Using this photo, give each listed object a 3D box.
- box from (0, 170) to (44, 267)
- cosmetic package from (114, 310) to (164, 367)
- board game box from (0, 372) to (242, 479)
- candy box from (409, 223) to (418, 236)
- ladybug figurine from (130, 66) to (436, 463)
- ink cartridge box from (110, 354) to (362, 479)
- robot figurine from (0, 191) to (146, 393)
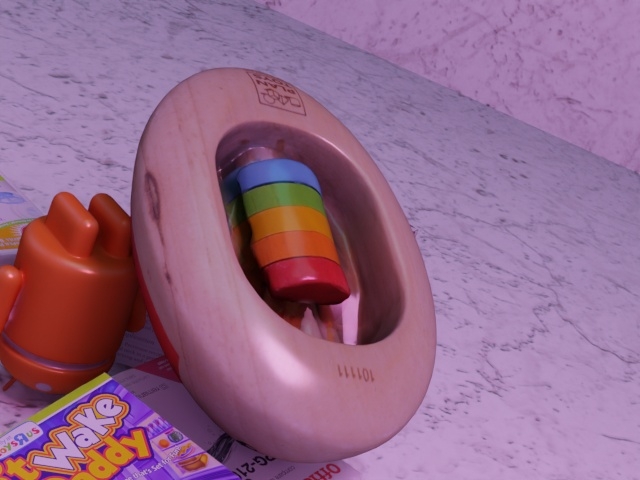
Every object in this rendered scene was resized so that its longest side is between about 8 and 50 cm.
[{"bbox_3d":[-0.387,0.003,1.283,0.114,0.103,0.203,-5,35,-46],"label":"box"},{"bbox_3d":[-0.152,0.045,1.299,0.151,0.183,0.151,18,24,-11],"label":"cosmetic package"},{"bbox_3d":[-0.207,0.262,0.826,0.233,0.078,0.347,33,38,22],"label":"board game box"},{"bbox_3d":[0.000,0.000,1.567,0.233,0.159,0.071,32,26,22],"label":"candy box"},{"bbox_3d":[-0.051,0.021,1.093,0.305,0.162,0.449,12,48,-30],"label":"ladybug figurine"},{"bbox_3d":[-0.106,0.220,1.068,0.237,0.100,0.172,33,26,22],"label":"ink cartridge box"},{"bbox_3d":[-0.250,0.061,1.131,0.128,0.219,0.158,24,21,6],"label":"robot figurine"}]
